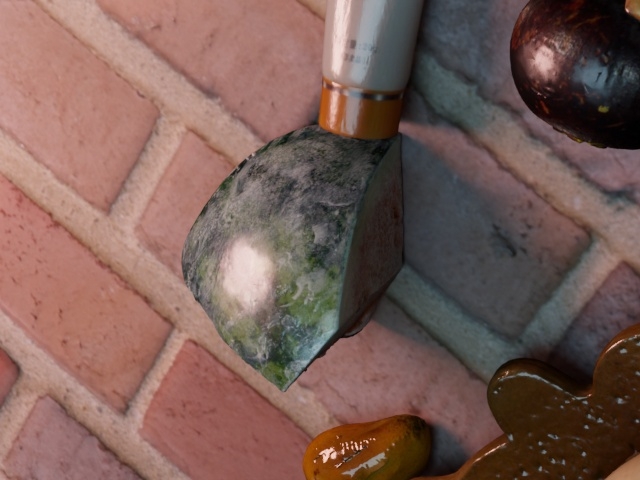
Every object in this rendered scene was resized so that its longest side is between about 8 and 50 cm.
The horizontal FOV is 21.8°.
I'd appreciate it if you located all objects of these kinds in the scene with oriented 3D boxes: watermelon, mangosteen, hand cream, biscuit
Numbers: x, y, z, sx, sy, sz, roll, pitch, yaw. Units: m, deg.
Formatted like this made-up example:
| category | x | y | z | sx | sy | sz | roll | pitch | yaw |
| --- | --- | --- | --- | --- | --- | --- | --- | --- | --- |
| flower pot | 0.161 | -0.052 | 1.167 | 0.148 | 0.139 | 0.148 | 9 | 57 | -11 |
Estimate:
| category | x | y | z | sx | sy | sz | roll | pitch | yaw |
| --- | --- | --- | --- | --- | --- | --- | --- | --- | --- |
| watermelon | 0.000 | 0.000 | 1.826 | 0.289 | 0.213 | 0.320 | -52 | 35 | 2 |
| mangosteen | 0.279 | -0.193 | 1.538 | 0.192 | 0.192 | 0.217 | 26 | 107 | 19 |
| hand cream | 0.065 | -0.262 | 1.699 | 0.139 | 0.089 | 0.314 | 12 | 107 | 24 |
| biscuit | 0.286 | 0.236 | 1.772 | 0.283 | 0.064 | 0.432 | 36 | 122 | 1 |

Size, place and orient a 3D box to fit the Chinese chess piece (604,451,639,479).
| category | x | y | z | sx | sy | sz | roll | pitch | yaw |
| --- | --- | --- | --- | --- | --- | --- | --- | --- | --- |
| Chinese chess piece | 0.410 | 0.352 | 1.665 | 0.338 | 0.140 | 0.338 | 8 | 119 | 15 |

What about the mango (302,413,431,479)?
| category | x | y | z | sx | sy | sz | roll | pitch | yaw |
| --- | --- | --- | --- | --- | --- | --- | --- | --- | --- |
| mango | 0.054 | 0.257 | 1.904 | 0.159 | 0.084 | 0.105 | -19 | 104 | 34 |
